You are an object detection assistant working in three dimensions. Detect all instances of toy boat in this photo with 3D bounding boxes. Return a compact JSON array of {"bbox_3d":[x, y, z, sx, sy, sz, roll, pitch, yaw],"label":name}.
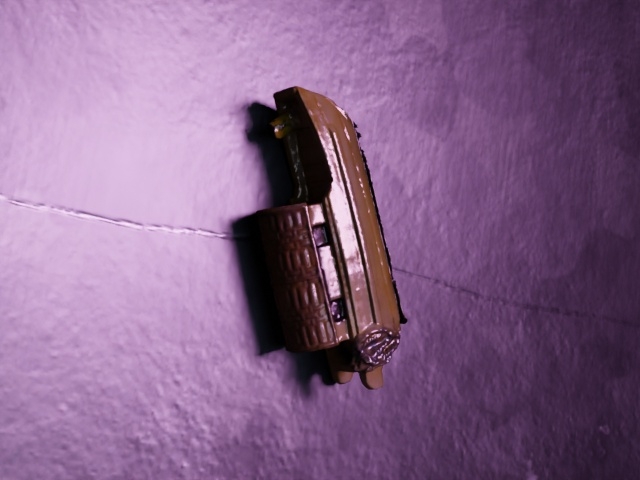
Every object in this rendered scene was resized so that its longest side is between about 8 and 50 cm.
[{"bbox_3d":[0.000,0.000,0.804,0.088,0.068,0.225,-15,95,-29],"label":"toy boat"}]
